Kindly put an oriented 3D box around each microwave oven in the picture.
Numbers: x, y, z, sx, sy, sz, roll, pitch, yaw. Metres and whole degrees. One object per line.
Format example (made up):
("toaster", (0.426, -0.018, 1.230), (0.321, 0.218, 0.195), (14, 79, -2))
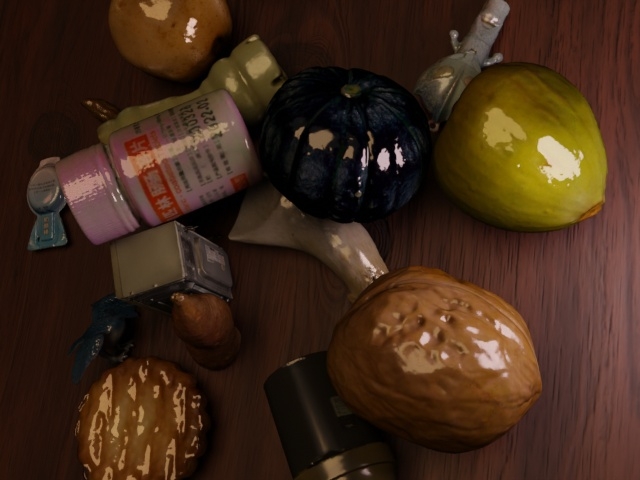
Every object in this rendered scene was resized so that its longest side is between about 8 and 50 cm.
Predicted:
("microwave oven", (-0.316, 0.072, 1.779), (0.194, 0.240, 0.145), (-15, 70, 15))

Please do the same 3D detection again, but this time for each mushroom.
("mushroom", (0.001, 0.001, 1.759), (0.397, 0.126, 0.177), (27, 96, 23))

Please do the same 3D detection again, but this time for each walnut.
("walnut", (0.211, 0.223, 1.507), (0.398, 0.354, 0.308), (18, 123, 19))

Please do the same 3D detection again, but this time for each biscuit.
("biscuit", (-0.385, 0.417, 1.782), (0.326, 0.107, 0.325), (-6, 70, 16))

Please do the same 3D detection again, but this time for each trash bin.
("trash bin", (0.021, 0.404, 1.593), (0.214, 0.214, 0.333), (-32, 63, 8))

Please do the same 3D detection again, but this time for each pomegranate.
("pomegranate", (-0.356, -0.523, 1.952), (0.307, 0.307, 0.307), (-5, 74, 17))

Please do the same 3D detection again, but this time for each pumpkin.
("pumpkin", (0.049, -0.199, 1.679), (0.363, 0.266, 0.363), (7, 43, -7))

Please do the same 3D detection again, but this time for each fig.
("fig", (0.395, -0.165, 1.576), (0.343, 0.343, 0.343), (-5, 74, 17))

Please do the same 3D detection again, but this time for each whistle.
("whistle", (0.315, -0.379, 1.768), (0.142, 0.133, 0.346), (22, 73, 26))

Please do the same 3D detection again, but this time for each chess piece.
("chess piece", (-0.281, -0.290, 1.890), (0.442, 0.234, 0.234), (-34, 67, 4))

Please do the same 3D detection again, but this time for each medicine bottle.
("medicine bottle", (-0.333, -0.152, 1.695), (0.388, 0.219, 0.219), (-22, 68, -5))

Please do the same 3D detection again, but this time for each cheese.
("cheese", (-0.691, -0.097, 2.056), (0.135, 0.052, 0.244), (-10, 73, 19))

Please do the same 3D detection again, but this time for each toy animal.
("toy animal", (-0.498, 0.200, 1.846), (0.255, 0.176, 0.239), (-17, 35, 17))

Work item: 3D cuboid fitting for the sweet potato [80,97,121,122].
("sweet potato", (-0.532, -0.317, 2.063), (0.182, 0.054, 0.053), (30, 52, 25))

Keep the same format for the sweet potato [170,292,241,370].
("sweet potato", (-0.245, 0.166, 1.692), (0.131, 0.336, 0.131), (-1, 63, 3))

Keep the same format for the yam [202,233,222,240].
("yam", (-0.282, -0.002, 1.912), (0.107, 0.014, 0.014), (-9, 72, 16))
